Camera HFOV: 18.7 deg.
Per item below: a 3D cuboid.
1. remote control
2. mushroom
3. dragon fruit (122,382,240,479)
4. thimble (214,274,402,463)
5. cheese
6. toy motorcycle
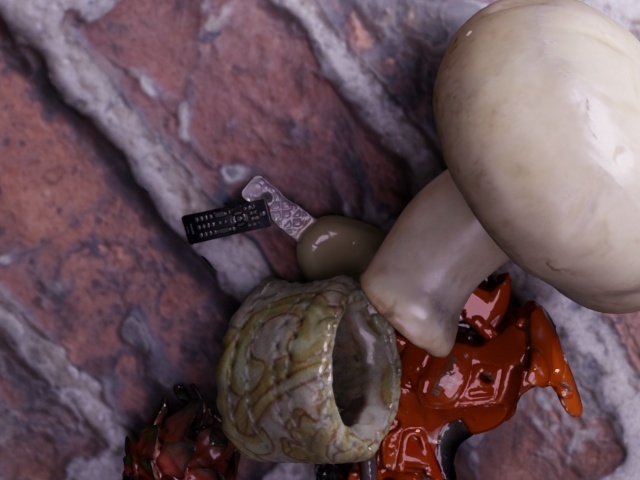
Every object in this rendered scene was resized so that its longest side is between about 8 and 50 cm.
[{"bbox_3d":[-0.091,-0.020,1.914,0.091,0.016,0.034,-12,99,19],"label":"remote control"},{"bbox_3d":[0.218,-0.055,1.789,0.315,0.315,0.356,38,67,-19],"label":"mushroom"},{"bbox_3d":[-0.142,0.226,1.954,0.142,0.121,0.130,-38,92,19],"label":"dragon fruit"},{"bbox_3d":[-0.011,0.124,1.903,0.137,0.143,0.190,21,69,-45],"label":"thimble"},{"bbox_3d":[0.000,0.000,1.940,0.192,0.037,0.097,39,98,-20],"label":"cheese"},{"bbox_3d":[0.140,0.174,1.974,0.221,0.148,0.325,24,106,-5],"label":"toy motorcycle"}]
